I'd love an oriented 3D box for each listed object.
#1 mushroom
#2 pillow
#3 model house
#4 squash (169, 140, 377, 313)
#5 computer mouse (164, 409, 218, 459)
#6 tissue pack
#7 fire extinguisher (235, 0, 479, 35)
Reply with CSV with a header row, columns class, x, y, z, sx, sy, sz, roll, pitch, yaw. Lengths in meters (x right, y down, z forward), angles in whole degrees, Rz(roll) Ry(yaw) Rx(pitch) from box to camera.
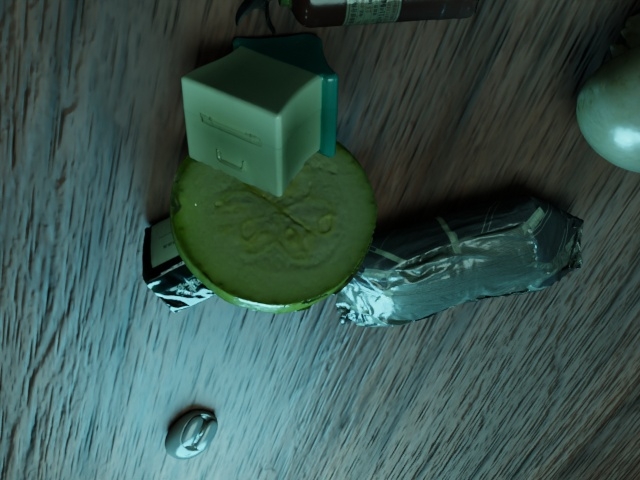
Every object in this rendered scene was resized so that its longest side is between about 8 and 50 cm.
class,x,y,z,sx,sy,sz,roll,pitch,yaw
mushroom,0.389,-0.166,0.876,0.226,0.178,0.226,-5,165,-1
pillow,0.176,0.028,1.046,0.335,0.092,0.161,-16,139,1
model house,-0.047,-0.136,0.826,0.127,0.149,0.100,26,139,24
squash,-0.050,-0.029,0.861,0.219,0.219,0.041,0,154,-13
computer mouse,-0.195,0.298,1.242,0.066,0.039,0.096,26,121,-32
tissue pack,-0.113,0.002,0.949,0.170,0.103,0.090,-25,130,11
fire extinguisher,0.032,-0.235,0.794,0.231,0.071,0.099,-7,160,-6
